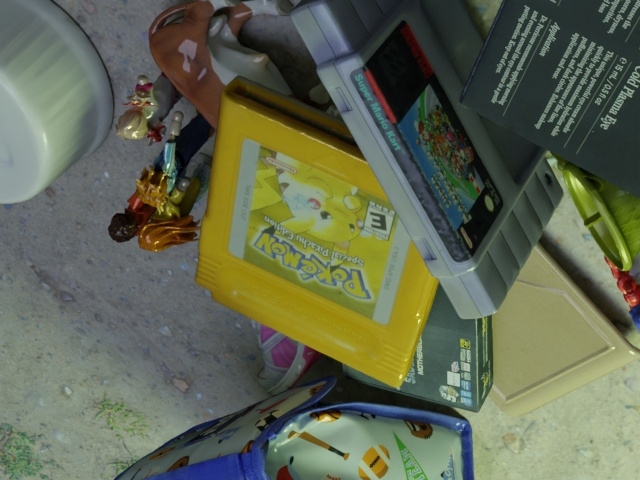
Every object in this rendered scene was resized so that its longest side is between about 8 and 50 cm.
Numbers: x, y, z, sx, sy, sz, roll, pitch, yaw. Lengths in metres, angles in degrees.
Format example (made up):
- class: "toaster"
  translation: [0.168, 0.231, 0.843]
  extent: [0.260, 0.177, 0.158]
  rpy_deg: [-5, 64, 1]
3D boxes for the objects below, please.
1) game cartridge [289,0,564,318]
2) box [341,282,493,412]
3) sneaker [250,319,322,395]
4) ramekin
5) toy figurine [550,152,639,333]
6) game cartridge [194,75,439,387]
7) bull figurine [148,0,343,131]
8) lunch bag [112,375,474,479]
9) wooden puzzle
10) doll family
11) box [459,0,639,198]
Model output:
- class: "game cartridge"
  translation: [0.117, -0.124, 1.373]
  extent: [0.068, 0.230, 0.355]
  rpy_deg: [-17, 115, 34]
- class: "box"
  translation: [0.110, 0.088, 1.662]
  extent: [0.183, 0.059, 0.233]
  rpy_deg: [14, 133, 22]
- class: "sneaker"
  translation: [-0.037, 0.103, 1.815]
  extent: [0.111, 0.103, 0.252]
  rpy_deg: [38, 136, 9]
- class: "ramekin"
  translation: [-0.413, -0.179, 1.761]
  extent: [0.277, 0.135, 0.277]
  rpy_deg: [17, 135, 18]
- class: "toy figurine"
  translation: [0.417, 0.020, 1.465]
  extent: [0.217, 0.191, 0.363]
  rpy_deg: [-26, 106, 11]
- class: "game cartridge"
  translation: [0.000, 0.000, 1.575]
  extent: [0.285, 0.053, 0.324]
  rpy_deg: [24, 135, 12]
- class: "bull figurine"
  translation: [-0.061, -0.156, 1.592]
  extent: [0.310, 0.101, 0.188]
  rpy_deg: [43, 133, -12]
- class: "lunch bag"
  translation: [-0.038, 0.321, 1.808]
  extent: [0.385, 0.239, 0.327]
  rpy_deg: [14, 153, -40]
- class: "wooden puzzle"
  translation: [0.233, 0.094, 1.672]
  extent: [0.238, 0.044, 0.221]
  rpy_deg: [43, 136, -10]
- class: "doll family"
  translation: [-0.178, -0.081, 1.681]
  extent: [0.118, 0.163, 0.263]
  rpy_deg: [24, 136, 12]
- class: "box"
  translation: [0.332, -0.200, 1.213]
  extent: [0.312, 0.179, 0.343]
  rpy_deg: [30, 148, 6]
